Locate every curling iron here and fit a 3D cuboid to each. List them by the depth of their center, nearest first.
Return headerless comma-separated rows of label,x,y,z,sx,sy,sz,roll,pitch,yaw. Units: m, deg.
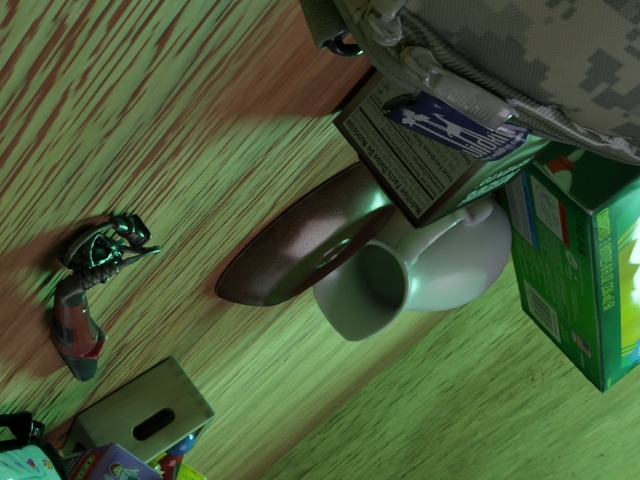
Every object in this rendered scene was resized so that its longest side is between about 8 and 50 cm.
curling iron,-0.145,0.054,0.753,0.068,0.035,0.274,-33,168,-24

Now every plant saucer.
plant saucer,0.000,0.000,1.006,0.199,0.036,0.198,-37,169,-9

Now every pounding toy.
pounding toy,-0.179,0.206,1.105,0.141,0.100,0.130,-32,167,-30

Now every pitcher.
pitcher,0.114,0.003,1.139,0.207,0.125,0.178,-24,167,-46

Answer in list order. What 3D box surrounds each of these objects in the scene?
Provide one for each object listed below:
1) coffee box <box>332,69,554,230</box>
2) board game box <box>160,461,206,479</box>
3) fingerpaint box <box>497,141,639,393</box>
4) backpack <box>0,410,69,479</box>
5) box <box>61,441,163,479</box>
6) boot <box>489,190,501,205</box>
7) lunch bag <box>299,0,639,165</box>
coffee box,0.139,-0.130,0.739,0.141,0.098,0.246,-25,163,-49
board game box,-0.199,0.291,0.982,0.259,0.039,0.124,-40,-159,33
fingerpaint box,0.384,-0.075,1.235,0.371,0.163,0.444,-37,149,-7
backpack,-0.248,0.199,0.805,0.152,0.115,0.182,-39,173,-4
box,-0.258,0.308,0.936,0.201,0.057,0.293,-24,-149,53
boot,0.236,-0.079,1.304,0.229,0.091,0.263,-22,160,-48
lunch bag,0.157,-0.168,0.398,0.256,0.212,0.305,-2,146,-44
